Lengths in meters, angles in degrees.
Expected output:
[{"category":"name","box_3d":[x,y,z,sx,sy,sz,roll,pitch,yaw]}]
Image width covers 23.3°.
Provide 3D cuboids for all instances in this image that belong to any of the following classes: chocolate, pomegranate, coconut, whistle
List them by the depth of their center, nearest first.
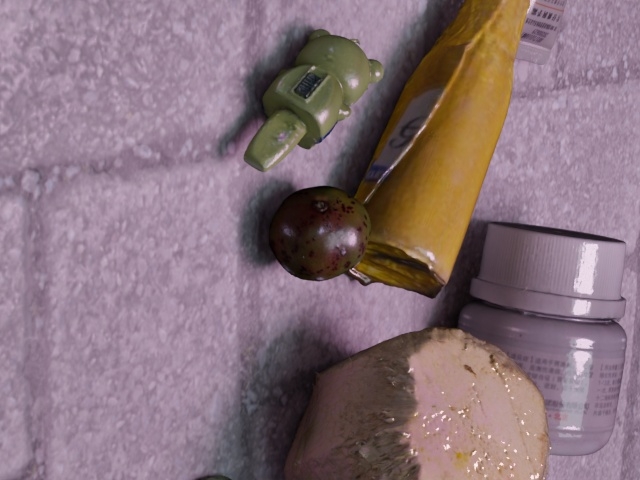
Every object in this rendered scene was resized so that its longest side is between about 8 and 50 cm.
[{"category":"whistle","box_3d":[-0.014,-0.164,1.846,0.227,0.105,0.085,-53,166,-26]},{"category":"pomegranate","box_3d":[0.001,-0.003,1.887,0.130,0.130,0.130,-18,114,-48]},{"category":"coconut","box_3d":[0.107,0.274,1.970,0.298,0.309,0.297,13,62,-26]},{"category":"chocolate","box_3d":[0.158,-0.151,2.045,0.162,0.162,0.445,44,62,-48]}]

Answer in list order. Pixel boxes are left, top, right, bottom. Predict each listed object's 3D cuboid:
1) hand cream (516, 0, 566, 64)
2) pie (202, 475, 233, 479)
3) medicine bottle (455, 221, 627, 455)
[{"category":"hand cream","box_3d":[0.334,-0.408,2.226,0.140,0.089,0.314,8,98,-51]},{"category":"pie","box_3d":[-0.140,0.378,1.881,0.187,0.041,0.186,-20,116,-47]},{"category":"medicine bottle","box_3d":[0.317,0.136,2.226,0.245,0.245,0.306,4,96,-52]}]
